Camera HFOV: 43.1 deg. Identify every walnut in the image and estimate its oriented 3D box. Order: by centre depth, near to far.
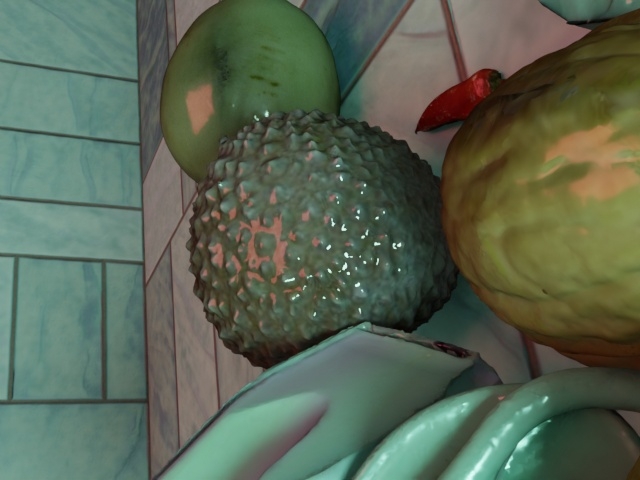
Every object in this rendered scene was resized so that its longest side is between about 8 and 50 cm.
[{"bbox_3d":[0.192,-0.030,0.484,0.261,0.225,0.225,-14,73,62],"label":"walnut"}]

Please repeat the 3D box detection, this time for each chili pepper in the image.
[{"bbox_3d":[0.141,-0.144,0.863,0.178,0.027,0.045,162,110,-67],"label":"chili pepper"}]

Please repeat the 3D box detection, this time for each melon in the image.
[{"bbox_3d":[-0.099,-0.196,1.142,0.272,0.271,0.308,-52,49,52],"label":"melon"}]

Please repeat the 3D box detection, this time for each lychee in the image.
[{"bbox_3d":[0.006,0.000,0.828,0.300,0.300,0.300,-176,90,-66],"label":"lychee"}]

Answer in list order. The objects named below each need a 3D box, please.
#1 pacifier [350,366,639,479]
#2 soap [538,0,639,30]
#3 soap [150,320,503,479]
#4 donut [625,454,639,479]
[{"bbox_3d":[0.179,0.227,0.501,0.288,0.343,0.269,-56,-13,1],"label":"pacifier"},{"bbox_3d":[0.254,-0.199,0.538,0.230,0.091,0.145,-159,75,-67],"label":"soap"},{"bbox_3d":[-0.026,0.271,0.578,0.156,0.446,0.261,5,133,54],"label":"soap"},{"bbox_3d":[0.222,0.163,0.277,0.261,0.128,0.208,54,158,30],"label":"donut"}]
